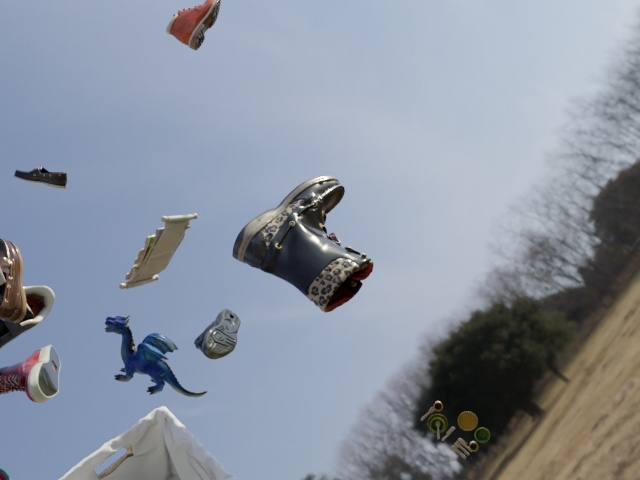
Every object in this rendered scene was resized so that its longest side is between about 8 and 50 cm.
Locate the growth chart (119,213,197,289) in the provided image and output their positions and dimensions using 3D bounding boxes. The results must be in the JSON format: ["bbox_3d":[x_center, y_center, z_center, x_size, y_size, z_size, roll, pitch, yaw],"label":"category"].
[{"bbox_3d":[-0.420,0.028,2.095,0.237,0.021,0.172,-57,-19,13],"label":"growth chart"}]

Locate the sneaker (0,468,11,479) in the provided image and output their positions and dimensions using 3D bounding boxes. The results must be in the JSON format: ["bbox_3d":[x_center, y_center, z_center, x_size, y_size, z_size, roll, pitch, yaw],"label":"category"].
[{"bbox_3d":[-0.812,0.592,1.944,0.178,0.124,0.295,-42,23,13],"label":"sneaker"}]

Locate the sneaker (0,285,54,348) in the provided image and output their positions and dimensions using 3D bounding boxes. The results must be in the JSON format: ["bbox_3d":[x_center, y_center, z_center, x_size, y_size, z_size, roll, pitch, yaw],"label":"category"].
[{"bbox_3d":[-0.789,0.198,1.975,0.127,0.126,0.321,-33,6,39],"label":"sneaker"}]

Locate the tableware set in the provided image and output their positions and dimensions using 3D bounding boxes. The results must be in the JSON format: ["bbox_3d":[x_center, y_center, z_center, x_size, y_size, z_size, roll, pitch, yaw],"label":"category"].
[{"bbox_3d":[0.325,0.447,1.942,0.104,0.154,0.024,-48,-2,9],"label":"tableware set"}]

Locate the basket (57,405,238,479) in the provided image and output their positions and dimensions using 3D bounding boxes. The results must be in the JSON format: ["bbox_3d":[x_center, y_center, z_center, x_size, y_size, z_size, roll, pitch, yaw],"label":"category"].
[{"bbox_3d":[-0.365,0.619,1.784,0.328,0.331,0.266,-35,-35,-29],"label":"basket"}]

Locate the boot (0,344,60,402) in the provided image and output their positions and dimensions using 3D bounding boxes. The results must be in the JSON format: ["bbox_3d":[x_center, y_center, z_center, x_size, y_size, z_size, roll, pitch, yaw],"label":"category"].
[{"bbox_3d":[-0.735,0.353,1.974,0.176,0.088,0.244,-23,17,-7],"label":"boot"}]

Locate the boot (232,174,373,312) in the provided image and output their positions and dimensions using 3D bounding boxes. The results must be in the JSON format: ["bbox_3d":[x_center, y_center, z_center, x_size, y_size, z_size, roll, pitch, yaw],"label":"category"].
[{"bbox_3d":[0.006,0.003,1.967,0.377,0.284,0.138,-34,-30,-42],"label":"boot"}]

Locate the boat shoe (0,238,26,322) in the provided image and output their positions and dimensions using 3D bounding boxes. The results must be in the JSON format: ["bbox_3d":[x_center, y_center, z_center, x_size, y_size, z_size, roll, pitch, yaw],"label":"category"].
[{"bbox_3d":[-0.683,0.077,1.738,0.073,0.207,0.073,-33,-31,14],"label":"boat shoe"}]

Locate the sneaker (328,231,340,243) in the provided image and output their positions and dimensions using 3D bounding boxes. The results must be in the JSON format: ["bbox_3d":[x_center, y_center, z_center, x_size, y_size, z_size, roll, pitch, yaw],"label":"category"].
[{"bbox_3d":[0.000,0.000,2.274,0.042,0.118,0.067,-67,-1,-60],"label":"sneaker"}]

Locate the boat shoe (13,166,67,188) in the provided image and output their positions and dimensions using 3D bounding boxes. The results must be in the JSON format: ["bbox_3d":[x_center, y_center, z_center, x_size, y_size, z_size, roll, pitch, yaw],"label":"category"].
[{"bbox_3d":[-0.656,-0.153,1.903,0.049,0.133,0.042,-38,-43,-74],"label":"boat shoe"}]

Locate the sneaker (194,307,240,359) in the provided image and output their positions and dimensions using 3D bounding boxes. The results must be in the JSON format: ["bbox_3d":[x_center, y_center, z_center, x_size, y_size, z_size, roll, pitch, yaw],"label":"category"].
[{"bbox_3d":[-0.288,0.283,2.194,0.130,0.087,0.227,-52,10,18],"label":"sneaker"}]

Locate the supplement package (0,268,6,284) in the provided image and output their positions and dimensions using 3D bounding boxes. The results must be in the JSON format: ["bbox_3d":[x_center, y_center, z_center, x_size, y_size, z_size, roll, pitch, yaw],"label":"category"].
[{"bbox_3d":[-0.752,0.068,1.522,0.244,0.133,0.139,-32,-67,-45],"label":"supplement package"}]

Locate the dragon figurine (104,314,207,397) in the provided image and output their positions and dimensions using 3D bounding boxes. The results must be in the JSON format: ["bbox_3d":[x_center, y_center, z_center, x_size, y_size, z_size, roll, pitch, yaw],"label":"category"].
[{"bbox_3d":[-0.395,0.277,1.919,0.085,0.289,0.144,-58,-10,-75],"label":"dragon figurine"}]

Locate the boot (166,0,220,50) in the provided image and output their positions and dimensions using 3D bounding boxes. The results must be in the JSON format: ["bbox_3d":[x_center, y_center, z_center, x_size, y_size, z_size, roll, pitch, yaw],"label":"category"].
[{"bbox_3d":[-0.275,-0.494,1.777,0.059,0.084,0.158,106,-171,-59],"label":"boot"}]
